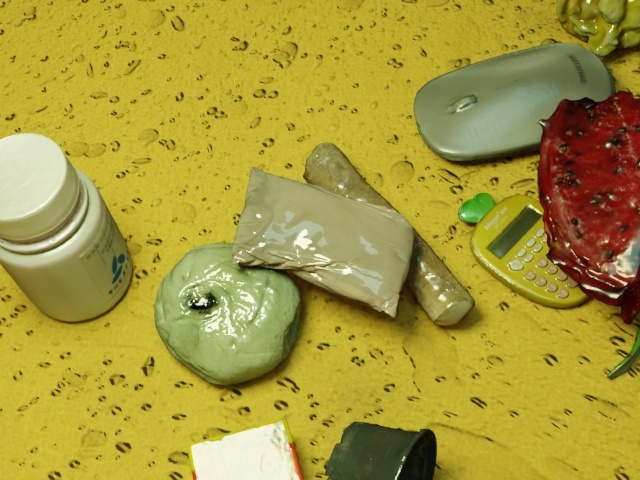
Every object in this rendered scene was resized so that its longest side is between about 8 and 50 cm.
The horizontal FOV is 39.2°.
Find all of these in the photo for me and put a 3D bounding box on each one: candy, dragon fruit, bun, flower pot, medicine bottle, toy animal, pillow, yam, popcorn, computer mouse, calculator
[{"bbox_3d":[-0.073,0.379,1.146,0.146,0.088,0.276,-14,61,-5],"label":"candy"},{"bbox_3d":[0.452,-0.030,1.326,0.286,0.228,0.329,12,73,46],"label":"dragon fruit"},{"bbox_3d":[-0.133,0.096,1.297,0.221,0.108,0.221,-1,59,2],"label":"bun"},{"bbox_3d":[0.072,0.304,1.150,0.107,0.157,0.157,12,61,26],"label":"flower pot"},{"bbox_3d":[-0.380,-0.013,1.274,0.170,0.293,0.170,-2,62,4],"label":"medicine bottle"},{"bbox_3d":[0.487,0.121,1.269,0.075,0.041,0.217,15,58,48],"label":"toy animal"},{"bbox_3d":[0.000,0.000,1.280,0.270,0.067,0.173,17,60,6],"label":"pillow"},{"bbox_3d":[0.098,-0.008,1.361,0.081,0.081,0.357,-33,63,-14],"label":"yam"},{"bbox_3d":[0.515,-0.441,1.504,0.259,0.212,0.259,-1,53,1],"label":"popcorn"},{"bbox_3d":[0.315,-0.231,1.463,0.331,0.095,0.197,-17,56,-5],"label":"computer mouse"},{"bbox_3d":[0.312,0.009,1.358,0.235,0.032,0.146,39,70,21],"label":"calculator"}]
